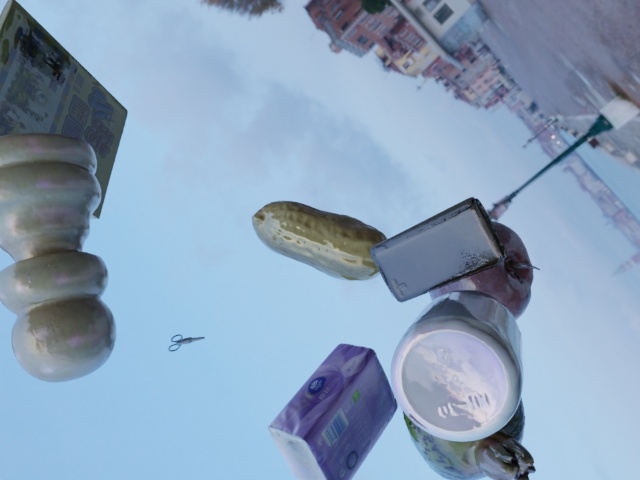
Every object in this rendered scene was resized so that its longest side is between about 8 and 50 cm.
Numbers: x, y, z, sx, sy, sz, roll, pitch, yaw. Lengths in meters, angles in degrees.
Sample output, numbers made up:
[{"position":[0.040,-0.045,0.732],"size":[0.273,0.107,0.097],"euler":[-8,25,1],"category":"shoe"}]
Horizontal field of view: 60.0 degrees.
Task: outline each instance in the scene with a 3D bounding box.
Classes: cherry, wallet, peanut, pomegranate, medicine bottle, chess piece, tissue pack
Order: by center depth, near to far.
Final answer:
[{"position":[-0.192,0.016,0.404],"size":[0.094,0.094,0.170],"euler":[-5,-106,-61],"category":"chess piece"},{"position":[0.213,0.164,0.828],"size":[0.170,0.170,0.293],"euler":[51,-161,7],"category":"medicine bottle"},{"position":[0.179,0.020,0.866],"size":[0.031,0.198,0.110],"euler":[-28,-90,-55],"category":"wallet"},{"position":[0.000,0.000,1.178],"size":[0.319,0.147,0.148],"euler":[17,-165,22],"category":"peanut"},{"position":[0.350,0.076,1.208],"size":[0.213,0.285,0.236],"euler":[36,-116,-20],"category":"cherry"},{"position":[0.346,0.419,1.224],"size":[0.285,0.285,0.341],"euler":[37,180,-22],"category":"pomegranate"},{"position":[0.046,0.470,1.491],"size":[0.338,0.160,0.242],"euler":[-43,-58,-39],"category":"tissue pack"}]

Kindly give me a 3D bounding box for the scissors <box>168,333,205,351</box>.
[{"position":[-0.382,0.288,1.594],"size":[0.014,0.058,0.119],"euler":[34,-156,35],"category":"scissors"}]

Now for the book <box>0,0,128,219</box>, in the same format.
[{"position":[-0.299,-0.139,0.625],"size":[0.192,0.013,0.167],"euler":[50,-140,-57],"category":"book"}]
